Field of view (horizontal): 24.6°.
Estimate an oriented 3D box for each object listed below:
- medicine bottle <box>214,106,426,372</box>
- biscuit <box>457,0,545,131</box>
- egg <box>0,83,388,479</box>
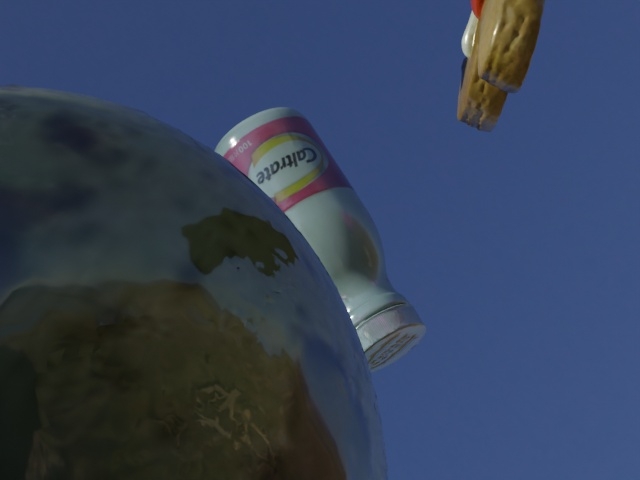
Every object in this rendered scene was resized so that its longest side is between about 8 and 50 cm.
[{"bbox_3d":[0.000,0.000,1.161,0.090,0.216,0.090,-27,-24,-13],"label":"medicine bottle"},{"bbox_3d":[0.097,-0.145,0.697,0.035,0.158,0.240,17,-39,1],"label":"biscuit"},{"bbox_3d":[-0.149,0.143,0.618,0.345,0.345,0.427,33,-116,-42],"label":"egg"}]
